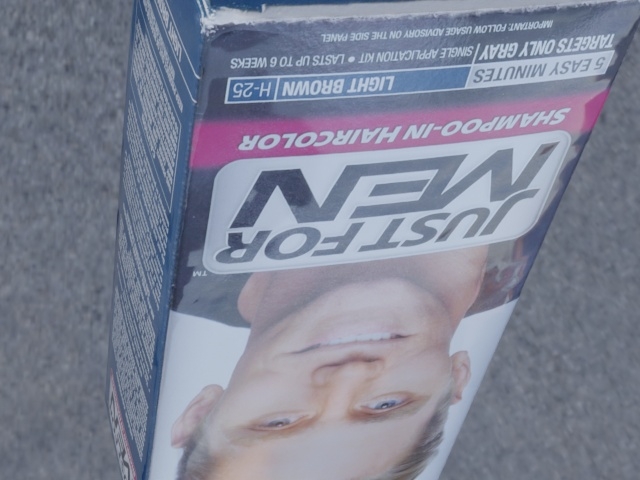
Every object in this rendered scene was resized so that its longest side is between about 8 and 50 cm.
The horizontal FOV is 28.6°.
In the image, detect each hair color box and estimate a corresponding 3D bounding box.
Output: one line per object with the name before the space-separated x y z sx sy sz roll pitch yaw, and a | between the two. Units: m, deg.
hair color box | 0.000 0.000 0.578 0.174 0.105 0.347 -7 140 -18
